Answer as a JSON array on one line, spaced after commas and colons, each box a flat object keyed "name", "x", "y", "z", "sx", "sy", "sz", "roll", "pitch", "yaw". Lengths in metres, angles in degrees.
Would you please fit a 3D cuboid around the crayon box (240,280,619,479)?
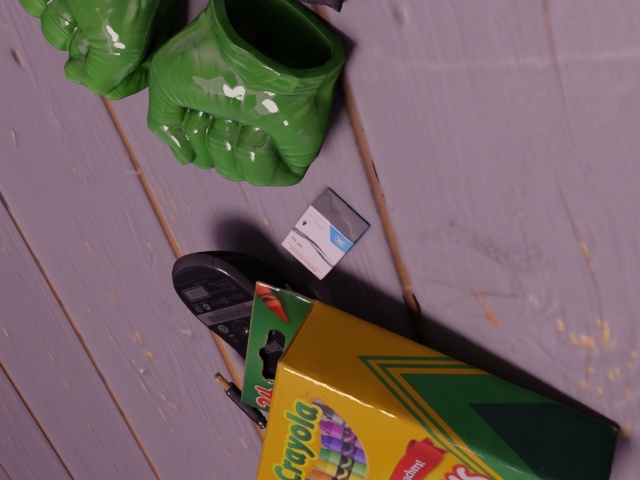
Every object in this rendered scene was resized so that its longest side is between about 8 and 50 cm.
[{"name": "crayon box", "x": 0.064, "y": 0.179, "z": 0.748, "sx": 0.318, "sy": 0.081, "sz": 0.202, "roll": 22, "pitch": 138, "yaw": 11}]

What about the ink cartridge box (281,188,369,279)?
[{"name": "ink cartridge box", "x": 0.000, "y": 0.000, "z": 0.730, "sx": 0.048, "sy": 0.028, "sz": 0.083, "roll": 42, "pitch": 142, "yaw": 3}]

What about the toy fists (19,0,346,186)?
[{"name": "toy fists", "x": -0.113, "y": -0.144, "z": 0.650, "sx": 0.279, "sy": 0.096, "sz": 0.142, "roll": 36, "pitch": 142, "yaw": 9}]

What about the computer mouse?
[{"name": "computer mouse", "x": -0.059, "y": 0.101, "z": 0.853, "sx": 0.262, "sy": 0.060, "sz": 0.184, "roll": 45, "pitch": 139, "yaw": -20}]

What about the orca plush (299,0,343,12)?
[{"name": "orca plush", "x": -0.102, "y": -0.244, "z": 0.535, "sx": 0.287, "sy": 0.151, "sz": 0.102, "roll": 29, "pitch": 116, "yaw": 10}]
